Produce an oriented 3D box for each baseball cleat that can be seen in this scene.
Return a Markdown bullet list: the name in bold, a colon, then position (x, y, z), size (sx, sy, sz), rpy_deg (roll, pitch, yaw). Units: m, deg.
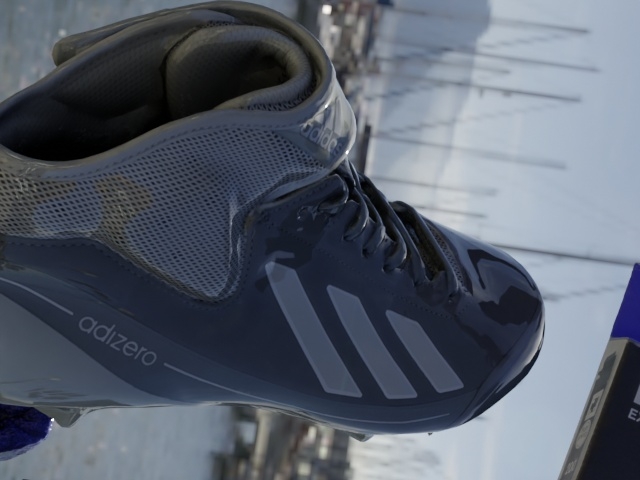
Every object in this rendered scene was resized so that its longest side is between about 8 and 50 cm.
- **baseball cleat**: position (0.000, 0.000, 0.369), size (0.072, 0.206, 0.109), rpy_deg (56, -52, 32)

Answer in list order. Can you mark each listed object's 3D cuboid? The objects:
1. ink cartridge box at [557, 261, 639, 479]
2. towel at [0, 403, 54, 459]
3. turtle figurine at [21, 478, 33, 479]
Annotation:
- **ink cartridge box**: position (0.220, 0.137, 0.736), size (0.208, 0.206, 0.045), rpy_deg (-66, -174, -23)
- **towel**: position (-0.361, 0.159, 1.297), size (0.308, 0.228, 0.076), rpy_deg (150, -63, -70)
- **turtle figurine**: position (-0.237, 0.237, 1.199), size (0.217, 0.270, 0.087), rpy_deg (-26, -122, 60)
